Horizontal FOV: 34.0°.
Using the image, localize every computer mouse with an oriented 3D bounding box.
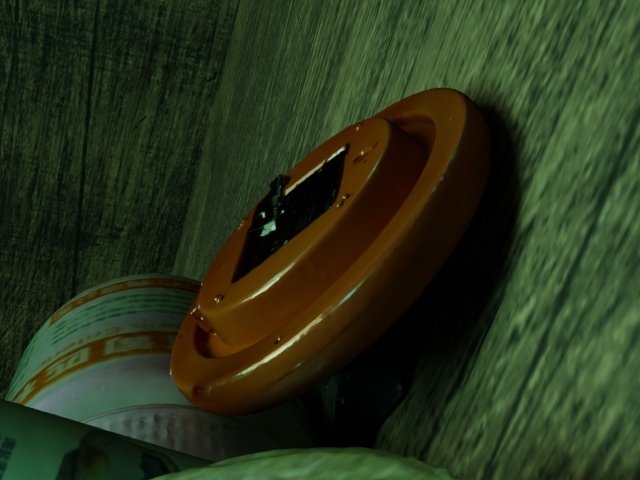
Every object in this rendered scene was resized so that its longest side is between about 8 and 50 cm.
[{"bbox_3d":[0.018,0.067,0.598,0.135,0.047,0.079,110,167,-46],"label":"computer mouse"}]

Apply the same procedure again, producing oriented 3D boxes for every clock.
[{"bbox_3d":[0.000,0.000,0.527,0.205,0.051,0.205,-40,19,17],"label":"clock"}]

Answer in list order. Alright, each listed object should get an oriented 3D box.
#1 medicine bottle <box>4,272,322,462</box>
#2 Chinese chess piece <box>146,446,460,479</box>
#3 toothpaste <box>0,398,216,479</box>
[{"bbox_3d":[-0.103,0.163,0.650,0.388,0.219,0.219,-127,50,-76],"label":"medicine bottle"},{"bbox_3d":[-0.052,0.159,0.281,0.270,0.270,0.112,-144,33,-78],"label":"Chinese chess piece"},{"bbox_3d":[-0.059,0.110,0.429,0.039,0.239,0.062,168,121,-84],"label":"toothpaste"}]
